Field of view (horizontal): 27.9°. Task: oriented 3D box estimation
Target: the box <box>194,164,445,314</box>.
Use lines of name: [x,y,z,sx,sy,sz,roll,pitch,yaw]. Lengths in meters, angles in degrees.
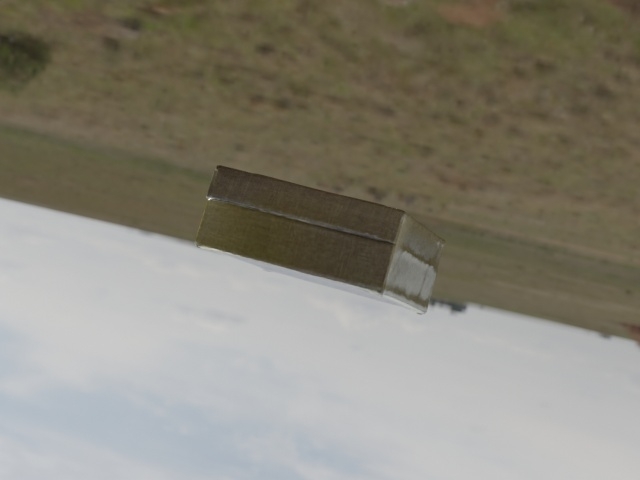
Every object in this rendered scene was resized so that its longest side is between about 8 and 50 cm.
box: [0.000,0.000,0.515,0.083,0.035,0.079,14,176,19]
